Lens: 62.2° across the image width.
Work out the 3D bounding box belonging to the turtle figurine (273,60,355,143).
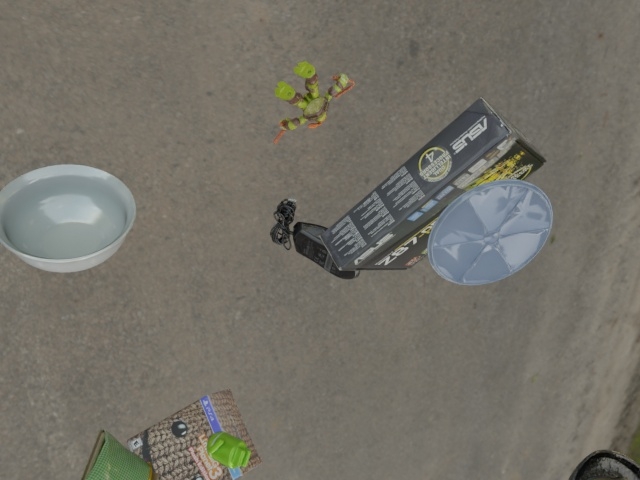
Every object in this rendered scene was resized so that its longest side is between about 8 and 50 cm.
[{"bbox_3d":[-0.035,-0.343,1.349,0.269,0.087,0.217,-32,160,10],"label":"turtle figurine"}]

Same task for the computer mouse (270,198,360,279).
[{"bbox_3d":[0.000,0.000,1.405,0.072,0.272,0.188,-51,170,-34],"label":"computer mouse"}]

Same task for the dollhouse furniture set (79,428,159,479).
[{"bbox_3d":[-0.396,0.555,1.114,0.151,0.301,0.197,-21,122,12],"label":"dollhouse furniture set"}]

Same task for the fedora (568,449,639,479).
[{"bbox_3d":[0.481,0.459,0.738,0.334,0.152,0.334,11,70,-32],"label":"fedora"}]

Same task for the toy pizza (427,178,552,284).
[{"bbox_3d":[0.261,-0.012,0.829,0.201,0.032,0.201,-6,127,-7],"label":"toy pizza"}]

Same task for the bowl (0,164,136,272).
[{"bbox_3d":[-0.583,-0.029,1.235,0.298,0.298,0.134,-18,147,-29],"label":"bowl"}]

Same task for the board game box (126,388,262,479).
[{"bbox_3d":[-0.356,0.598,1.504,0.291,0.232,0.141,-31,164,10],"label":"board game box"}]

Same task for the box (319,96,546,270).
[{"bbox_3d":[0.233,-0.085,1.063,0.395,0.097,0.318,-40,156,24],"label":"box"}]

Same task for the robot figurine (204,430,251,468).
[{"bbox_3d":[-0.224,0.500,1.271,0.101,0.115,0.067,35,71,-57],"label":"robot figurine"}]
